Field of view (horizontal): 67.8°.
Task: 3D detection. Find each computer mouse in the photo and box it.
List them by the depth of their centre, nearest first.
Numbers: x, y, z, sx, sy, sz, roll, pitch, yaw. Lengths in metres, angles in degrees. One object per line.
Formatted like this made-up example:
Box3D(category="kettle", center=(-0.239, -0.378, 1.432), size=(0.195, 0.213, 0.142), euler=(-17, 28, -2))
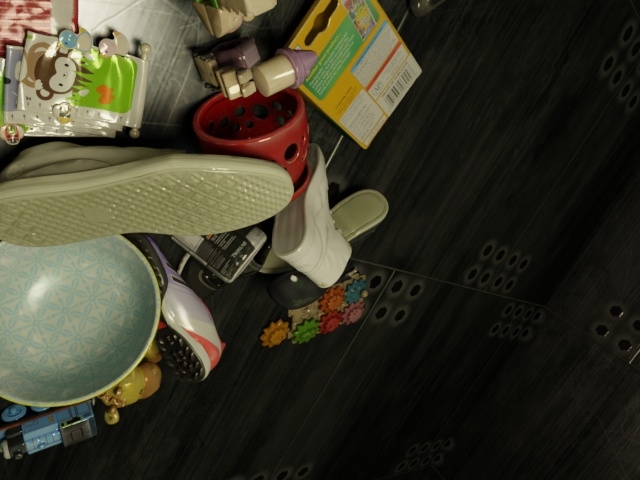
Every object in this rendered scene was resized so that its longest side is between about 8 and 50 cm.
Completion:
Box3D(category="computer mouse", center=(-0.025, 0.108, 1.068), size=(0.189, 0.072, 0.272), euler=(-26, 169, 14))

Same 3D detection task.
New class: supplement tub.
Box3D(category="supplement tub", center=(-0.204, -0.022, 0.865), size=(0.190, 0.117, 0.117), euler=(39, 92, -2))

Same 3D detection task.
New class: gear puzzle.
Box3D(category="gear puzzle", center=(-0.007, 0.205, 1.288), size=(0.339, 0.044, 0.175), euler=(-17, 128, -29))

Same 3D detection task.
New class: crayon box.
Box3D(category="crayon box", center=(0.047, -0.335, 0.893), size=(0.203, 0.083, 0.323), euler=(-54, 146, 6))

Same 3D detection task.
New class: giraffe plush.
Box3D(category="giraffe plush", center=(-0.382, 0.246, 0.932), size=(0.210, 0.170, 0.181), euler=(-20, 130, -26))

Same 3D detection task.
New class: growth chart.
Box3D(category="growth chart", center=(-0.364, -0.218, 0.689), size=(0.237, 0.021, 0.171), euler=(-13, 129, -35))

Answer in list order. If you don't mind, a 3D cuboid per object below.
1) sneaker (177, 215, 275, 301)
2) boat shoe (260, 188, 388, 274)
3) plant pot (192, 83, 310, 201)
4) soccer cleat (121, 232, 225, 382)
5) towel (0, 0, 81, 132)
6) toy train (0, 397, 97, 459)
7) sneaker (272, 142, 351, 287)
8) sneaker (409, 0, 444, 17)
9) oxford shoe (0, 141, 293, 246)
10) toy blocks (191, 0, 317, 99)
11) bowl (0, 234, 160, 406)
Box3D(category="sneaker", center=(-0.184, 0.037, 0.973), size=(0.283, 0.124, 0.107), euler=(-50, 136, 2))
Box3D(category="boat shoe", center=(-0.002, -0.003, 1.098), size=(0.340, 0.127, 0.113), euler=(-31, 159, -17))
Box3D(category="plant pot", center=(-0.112, -0.159, 0.849), size=(0.191, 0.191, 0.174), euler=(-28, 139, -20))
Box3D(category="soccer cleat", center=(-0.289, 0.119, 0.930), size=(0.318, 0.109, 0.116), euler=(65, 25, -12))
Box3D(category="towel", center=(-0.484, -0.251, 0.600), size=(0.329, 0.037, 0.237), euler=(-7, 124, -35))
Box3D(category="toy train", center=(-0.539, 0.361, 0.938), size=(0.184, 0.105, 0.080), euler=(-12, 126, -32))
Box3D(category="sneaker", center=(-0.012, -0.046, 0.963), size=(0.108, 0.292, 0.169), euler=(-15, 139, 27))
Box3D(category="sneaker", center=(0.275, -0.538, 0.940), size=(0.234, 0.106, 0.078), euler=(-48, 136, 0))
Box3D(category="oxford shoe", center=(-0.267, -0.087, 0.727), size=(0.450, 0.130, 0.169), euler=(-5, 142, -8))
Box3D(category="toy blocks", center=(-0.055, -0.384, 0.668), size=(0.260, 0.289, 0.308), euler=(-34, 134, -20))
Box3D(category="bowl", center=(-0.418, 0.123, 0.805), size=(0.290, 0.289, 0.156), euler=(-29, 176, -19))
